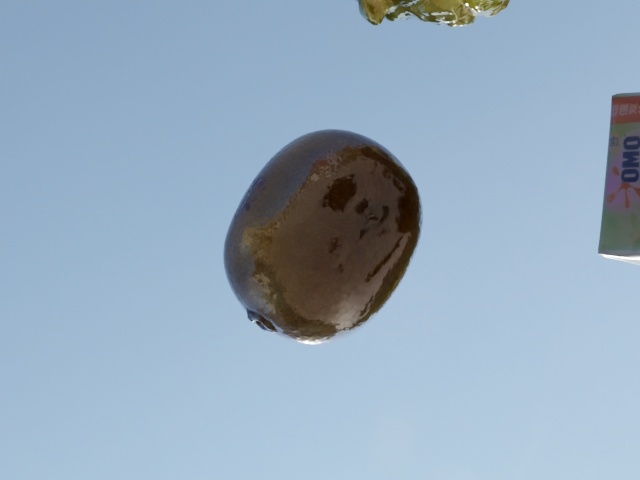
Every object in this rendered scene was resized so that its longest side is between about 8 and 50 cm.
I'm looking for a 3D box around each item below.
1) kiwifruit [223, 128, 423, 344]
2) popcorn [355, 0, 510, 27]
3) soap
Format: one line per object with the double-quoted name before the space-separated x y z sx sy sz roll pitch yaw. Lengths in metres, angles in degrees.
"kiwifruit" 0.000 0.000 1.475 0.234 0.196 0.196 -51 -55 -24
"popcorn" 0.107 -0.282 1.231 0.185 0.167 0.187 15 -127 -42
"soap" 0.424 -0.066 1.555 0.138 0.182 0.199 7 -93 -34
